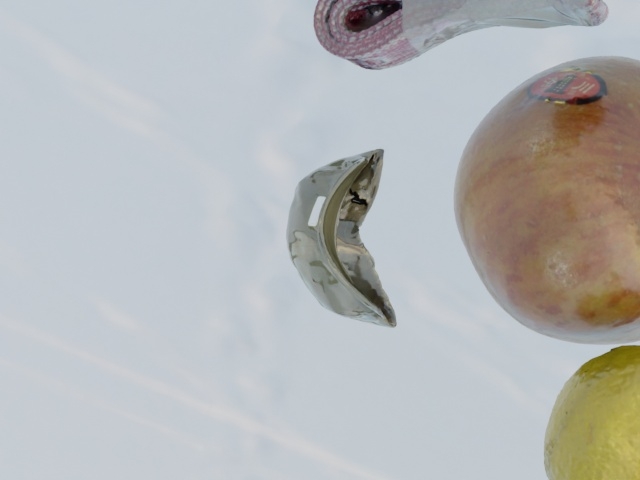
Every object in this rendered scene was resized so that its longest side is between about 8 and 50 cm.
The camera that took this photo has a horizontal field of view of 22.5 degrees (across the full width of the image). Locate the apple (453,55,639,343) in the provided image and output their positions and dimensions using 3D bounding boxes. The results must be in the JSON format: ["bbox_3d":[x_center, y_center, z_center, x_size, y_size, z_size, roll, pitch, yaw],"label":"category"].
[{"bbox_3d":[0.367,-0.052,2.178,0.334,0.400,0.400,-8,148,46],"label":"apple"}]

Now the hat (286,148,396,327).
[{"bbox_3d":[0.000,0.000,1.438,0.144,0.166,0.173,-8,175,32],"label":"hat"}]

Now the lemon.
[{"bbox_3d":[0.386,0.240,2.003,0.204,0.260,0.204,36,177,2],"label":"lemon"}]

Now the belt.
[{"bbox_3d":[0.106,-0.162,1.061,0.232,0.071,0.053,-13,173,26],"label":"belt"}]
